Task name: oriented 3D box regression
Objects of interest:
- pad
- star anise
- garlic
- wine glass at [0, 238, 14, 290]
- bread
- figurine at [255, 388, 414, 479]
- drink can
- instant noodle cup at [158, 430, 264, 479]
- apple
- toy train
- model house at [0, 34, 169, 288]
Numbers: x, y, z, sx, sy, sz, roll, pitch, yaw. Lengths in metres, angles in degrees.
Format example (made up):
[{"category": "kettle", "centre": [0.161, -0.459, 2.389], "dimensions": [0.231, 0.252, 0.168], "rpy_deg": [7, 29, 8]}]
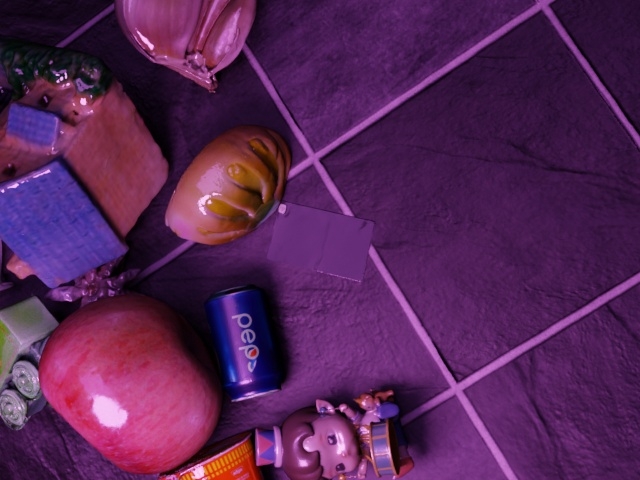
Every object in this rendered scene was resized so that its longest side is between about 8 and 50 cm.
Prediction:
[{"category": "pad", "centre": [0.000, 0.000, 1.827], "dimensions": [0.193, 0.004, 0.116], "rpy_deg": [14, 90, 15]}, {"category": "star anise", "centre": [-0.432, 0.096, 1.888], "dimensions": [0.229, 0.093, 0.236], "rpy_deg": [-13, 85, 13]}, {"category": "garlic", "centre": [-0.247, -0.433, 1.823], "dimensions": [0.237, 0.210, 0.292], "rpy_deg": [13, 98, 22]}, {"category": "wine glass", "centre": [-0.667, 0.025, 1.970], "dimensions": [0.073, 0.073, 0.155], "rpy_deg": [-18, 86, 13]}, {"category": "bread", "centre": [-0.170, -0.100, 1.800], "dimensions": [0.158, 0.156, 0.260], "rpy_deg": [39, 97, 16]}, {"category": "figurine", "centre": [0.019, 0.360, 1.715], "dimensions": [0.276, 0.158, 0.161], "rpy_deg": [-14, 103, 13]}, {"category": "drink can", "centre": [-0.139, 0.188, 1.792], "dimensions": [0.118, 0.118, 0.204], "rpy_deg": [-17, 81, 13]}, {"category": "instant noodle cup", "centre": [-0.166, 0.479, 1.755], "dimensions": [0.193, 0.193, 0.212], "rpy_deg": [-25, 88, 12]}, {"category": "apple", "centre": [-0.319, 0.245, 1.723], "dimensions": [0.345, 0.345, 0.269], "rpy_deg": [41, 74, 14]}, {"category": "toy train", "centre": [-0.565, 0.236, 1.864], "dimensions": [0.188, 0.132, 0.243], "rpy_deg": [46, 128, 15]}, {"category": "model house", "centre": [-0.547, -0.141, 1.779], "dimensions": [0.382, 0.334, 0.342], "rpy_deg": [20, 66, 26]}]
